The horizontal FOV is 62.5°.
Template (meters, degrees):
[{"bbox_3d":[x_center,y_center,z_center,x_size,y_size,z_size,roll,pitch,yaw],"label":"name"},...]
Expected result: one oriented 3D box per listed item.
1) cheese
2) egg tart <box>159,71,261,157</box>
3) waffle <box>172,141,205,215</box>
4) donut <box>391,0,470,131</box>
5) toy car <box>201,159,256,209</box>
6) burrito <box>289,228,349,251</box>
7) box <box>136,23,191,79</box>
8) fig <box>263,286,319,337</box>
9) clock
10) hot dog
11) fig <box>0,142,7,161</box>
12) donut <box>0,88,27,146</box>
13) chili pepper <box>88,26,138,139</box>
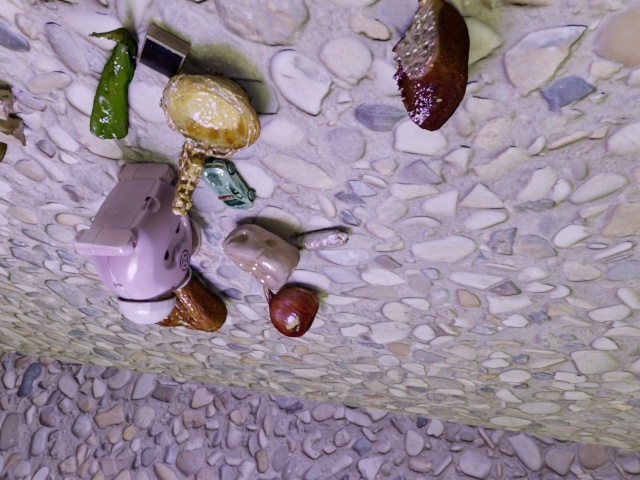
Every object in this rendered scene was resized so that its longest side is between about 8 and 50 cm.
[{"bbox_3d":[-0.164,0.042,1.479,0.218,0.117,0.235,41,157,-23],"label":"cheese"},{"bbox_3d":[-0.215,-0.260,1.060,0.212,0.090,0.213,7,147,4],"label":"egg tart"},{"bbox_3d":[-0.299,-0.152,1.212,0.051,0.149,0.194,7,153,-25],"label":"waffle"},{"bbox_3d":[0.191,-0.281,0.861,0.144,0.126,0.187,13,150,-16],"label":"donut"},{"bbox_3d":[-0.228,-0.128,1.310,0.093,0.058,0.186,-5,145,23],"label":"toy car"},{"bbox_3d":[0.000,0.002,1.452,0.188,0.045,0.058,-11,143,33],"label":"burrito"},{"bbox_3d":[-0.296,-0.350,0.993,0.079,0.035,0.083,24,146,-19],"label":"box"},{"bbox_3d":[-0.114,0.220,1.756,0.207,0.175,0.175,24,150,8],"label":"fig"},{"bbox_3d":[-0.439,0.010,1.355,0.183,0.342,0.326,9,141,15],"label":"clock"},{"bbox_3d":[-0.493,0.212,1.842,0.266,0.175,0.388,-4,146,28],"label":"hot dog"},{"bbox_3d":[-0.843,-0.188,1.255,0.124,0.237,0.124,3,139,3],"label":"fig"},{"bbox_3d":[-0.746,-0.290,1.218,0.108,0.065,0.166,11,151,-7],"label":"donut"},{"bbox_3d":[-0.419,-0.313,1.060,0.084,0.077,0.359,3,158,-22],"label":"chili pepper"}]
